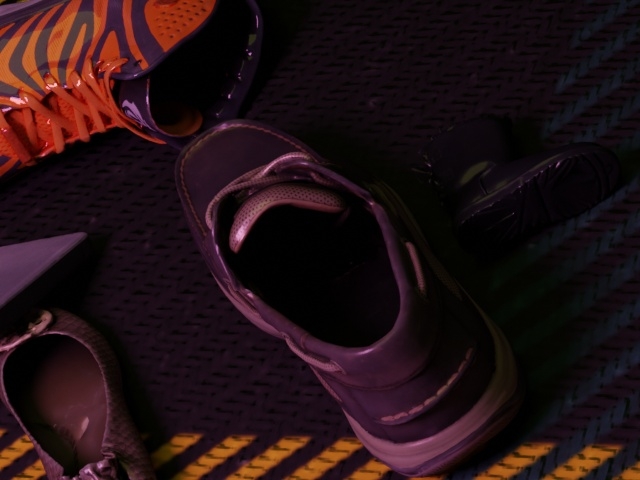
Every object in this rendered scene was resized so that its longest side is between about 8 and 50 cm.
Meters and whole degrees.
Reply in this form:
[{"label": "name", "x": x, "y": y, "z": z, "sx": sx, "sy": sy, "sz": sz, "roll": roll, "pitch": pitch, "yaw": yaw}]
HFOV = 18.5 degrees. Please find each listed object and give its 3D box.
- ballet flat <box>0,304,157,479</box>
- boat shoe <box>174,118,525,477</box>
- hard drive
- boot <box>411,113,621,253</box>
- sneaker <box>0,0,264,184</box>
[{"label": "ballet flat", "x": -0.167, "y": 0.111, "z": 1.287, "sx": 0.084, "sy": 0.058, "sz": 0.250, "roll": -34, "pitch": 40, "yaw": 0}, {"label": "boat shoe", "x": 0.000, "y": 0.000, "z": 1.223, "sx": 0.132, "sy": 0.130, "sz": 0.355, "roll": -41, "pitch": 41, "yaw": -6}, {"label": "hard drive", "x": -0.232, "y": 0.037, "z": 1.385, "sx": 0.094, "sy": 0.022, "sz": 0.135, "roll": -9, "pitch": 21, "yaw": 30}, {"label": "boot", "x": 0.123, "y": -0.048, "z": 1.256, "sx": 0.121, "sy": 0.045, "sz": 0.099, "roll": -27, "pitch": 35, "yaw": 7}, {"label": "sneaker", "x": -0.183, "y": -0.109, "z": 1.460, "sx": 0.321, "sy": 0.124, "sz": 0.180, "roll": -38, "pitch": 39, "yaw": -3}]
